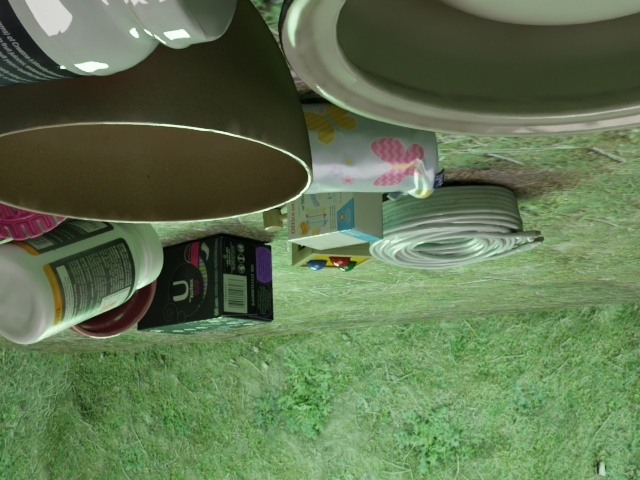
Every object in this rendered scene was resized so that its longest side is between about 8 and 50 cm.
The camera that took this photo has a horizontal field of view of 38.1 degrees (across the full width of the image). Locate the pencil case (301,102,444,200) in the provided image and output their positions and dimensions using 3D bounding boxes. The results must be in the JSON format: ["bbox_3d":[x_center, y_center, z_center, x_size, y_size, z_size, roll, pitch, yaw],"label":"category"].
[{"bbox_3d":[0.008,-0.106,1.111,0.273,0.113,0.124,0,145,-2],"label":"pencil case"}]

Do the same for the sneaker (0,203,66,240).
[{"bbox_3d":[-0.480,-0.048,1.385,0.252,0.103,0.111,-12,-170,7],"label":"sneaker"}]

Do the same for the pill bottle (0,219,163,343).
[{"bbox_3d":[-0.396,0.050,1.501,0.162,0.162,0.278,-11,-172,36],"label":"pill bottle"}]

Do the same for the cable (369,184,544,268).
[{"bbox_3d":[0.210,-0.022,1.558,0.257,0.089,0.257,10,160,-36],"label":"cable"}]

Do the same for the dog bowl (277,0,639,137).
[{"bbox_3d":[0.175,-0.203,0.617,0.408,0.150,0.408,-1,168,0],"label":"dog bowl"}]

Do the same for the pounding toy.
[{"bbox_3d":[-0.002,-0.002,1.628,0.206,0.094,0.181,2,167,-19],"label":"pounding toy"}]

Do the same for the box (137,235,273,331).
[{"bbox_3d":[-0.239,0.097,1.884,0.270,0.165,0.143,-13,163,41],"label":"box"}]

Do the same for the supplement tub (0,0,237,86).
[{"bbox_3d":[-0.202,-0.186,0.549,0.272,0.191,0.191,-4,167,13],"label":"supplement tub"}]

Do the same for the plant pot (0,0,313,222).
[{"bbox_3d":[-0.150,-0.138,0.773,0.284,0.191,0.284,-1,167,0],"label":"plant pot"}]

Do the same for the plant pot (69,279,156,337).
[{"bbox_3d":[-0.436,0.069,1.722,0.201,0.201,0.180,10,179,-41],"label":"plant pot"}]

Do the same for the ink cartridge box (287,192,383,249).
[{"bbox_3d":[0.015,-0.042,1.453,0.143,0.092,0.090,-11,164,34],"label":"ink cartridge box"}]
